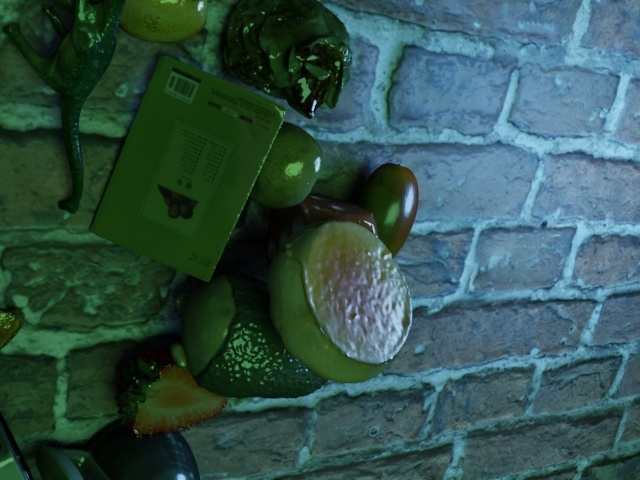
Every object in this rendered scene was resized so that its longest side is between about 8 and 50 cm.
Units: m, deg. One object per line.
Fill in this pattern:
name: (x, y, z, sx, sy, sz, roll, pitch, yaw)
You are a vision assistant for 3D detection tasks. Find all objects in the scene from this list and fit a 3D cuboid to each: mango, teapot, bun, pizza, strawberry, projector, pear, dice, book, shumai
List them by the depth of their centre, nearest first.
pear: (-0.262, -0.398, 1.315, 0.178, 0.178, 0.178, -15, 120, -28)
pizza: (-0.623, 0.148, 1.405, 0.184, 0.036, 0.176, -42, 127, -8)
projector: (-0.550, 0.402, 1.433, 0.079, 0.257, 0.259, -25, 124, -23)
book: (-0.237, -0.125, 1.464, 0.239, 0.035, 0.352, 23, 104, -9)
shumai: (-0.031, -0.331, 1.464, 0.255, 0.218, 0.189, 3, 116, -32)
bun: (0.015, 0.113, 1.492, 0.298, 0.164, 0.299, 23, 53, -35)
pear: (-0.075, -0.142, 1.553, 0.136, 0.167, 0.167, 15, 104, -15)
teapot: (-0.356, 0.475, 1.613, 0.239, 0.239, 0.322, -39, 127, -14)
strawberry: (-0.310, 0.293, 1.646, 0.286, 0.106, 0.188, 23, 97, -53)
dice: (0.000, 0.000, 1.667, 0.174, 0.179, 0.174, 6, 109, -31)
mango: (0.124, -0.028, 1.768, 0.146, 0.129, 0.289, -28, 145, -59)

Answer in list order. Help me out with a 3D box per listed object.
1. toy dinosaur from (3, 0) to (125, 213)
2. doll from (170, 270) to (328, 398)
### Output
toy dinosaur: (-0.348, -0.239, 1.290, 0.301, 0.447, 0.087, 61, 34, -9)
doll: (-0.119, 0.202, 1.614, 0.349, 0.247, 0.247, 19, 101, -34)
